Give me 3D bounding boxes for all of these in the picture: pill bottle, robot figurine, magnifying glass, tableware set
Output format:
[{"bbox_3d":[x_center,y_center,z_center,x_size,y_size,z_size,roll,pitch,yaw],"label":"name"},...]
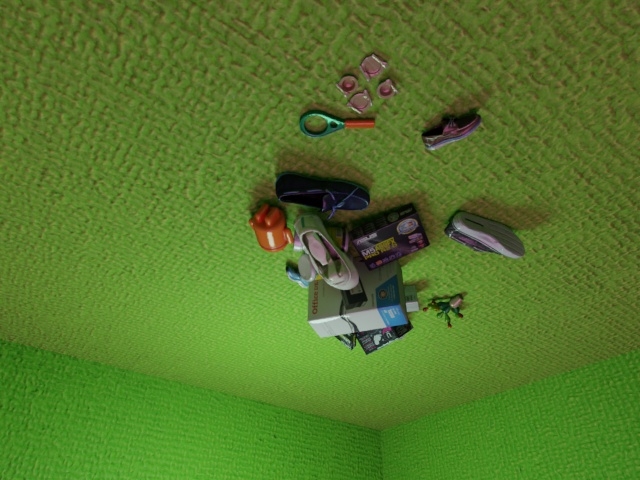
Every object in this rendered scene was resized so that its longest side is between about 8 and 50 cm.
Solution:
[{"bbox_3d":[0.025,0.096,1.796,0.209,0.117,0.117,-10,149,-31],"label":"pill bottle"},{"bbox_3d":[0.000,0.000,1.715,0.209,0.119,0.119,5,141,-5],"label":"pill bottle"},{"bbox_3d":[-0.189,-0.041,1.662,0.158,0.128,0.219,-11,140,-2],"label":"robot figurine"},{"bbox_3d":[0.050,-0.359,1.340,0.231,0.026,0.092,1,141,3],"label":"magnifying glass"},{"bbox_3d":[0.132,-0.439,1.239,0.169,0.020,0.141,-26,135,29],"label":"tableware set"}]

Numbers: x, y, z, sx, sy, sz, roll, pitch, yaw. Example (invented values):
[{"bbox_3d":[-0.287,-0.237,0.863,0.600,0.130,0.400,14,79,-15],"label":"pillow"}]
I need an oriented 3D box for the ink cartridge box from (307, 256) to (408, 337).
[{"bbox_3d":[0.152,0.230,1.869,0.396,0.285,0.166,-14,138,16],"label":"ink cartridge box"}]

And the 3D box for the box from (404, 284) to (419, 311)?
[{"bbox_3d":[0.411,0.278,2.074,0.101,0.101,0.087,-10,138,12],"label":"box"}]

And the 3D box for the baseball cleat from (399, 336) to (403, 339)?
[{"bbox_3d":[0.411,0.502,2.350,0.072,0.109,0.205,15,136,4],"label":"baseball cleat"}]

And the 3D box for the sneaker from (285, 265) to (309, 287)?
[{"bbox_3d":[-0.094,0.151,1.970,0.073,0.063,0.162,-39,134,17],"label":"sneaker"}]

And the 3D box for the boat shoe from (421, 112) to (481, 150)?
[{"bbox_3d":[0.393,-0.338,1.324,0.183,0.066,0.066,-27,133,30],"label":"boat shoe"}]

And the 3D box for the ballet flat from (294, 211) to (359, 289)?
[{"bbox_3d":[0.024,0.073,1.615,0.139,0.139,0.400,-19,123,23],"label":"ballet flat"}]

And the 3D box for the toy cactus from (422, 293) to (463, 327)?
[{"bbox_3d":[0.635,0.338,2.162,0.219,0.112,0.180,25,126,-16],"label":"toy cactus"}]

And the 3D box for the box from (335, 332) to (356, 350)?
[{"bbox_3d":[0.104,0.466,2.275,0.191,0.045,0.184,35,149,26],"label":"box"}]

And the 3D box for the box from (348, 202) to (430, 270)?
[{"bbox_3d":[0.272,-0.007,1.705,0.270,0.060,0.216,-24,137,10],"label":"box"}]

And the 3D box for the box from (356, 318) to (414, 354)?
[{"bbox_3d":[0.322,0.460,2.226,0.164,0.142,0.247,-16,162,-47],"label":"box"}]

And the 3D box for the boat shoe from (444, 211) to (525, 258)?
[{"bbox_3d":[0.641,-0.012,1.713,0.336,0.121,0.119,25,144,-12],"label":"boat shoe"}]

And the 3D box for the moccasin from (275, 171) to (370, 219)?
[{"bbox_3d":[0.007,-0.140,1.538,0.343,0.116,0.137,7,141,-7],"label":"moccasin"}]

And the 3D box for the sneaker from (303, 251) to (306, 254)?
[{"bbox_3d":[-0.035,0.065,1.856,0.070,0.050,0.134,5,141,-17],"label":"sneaker"}]
